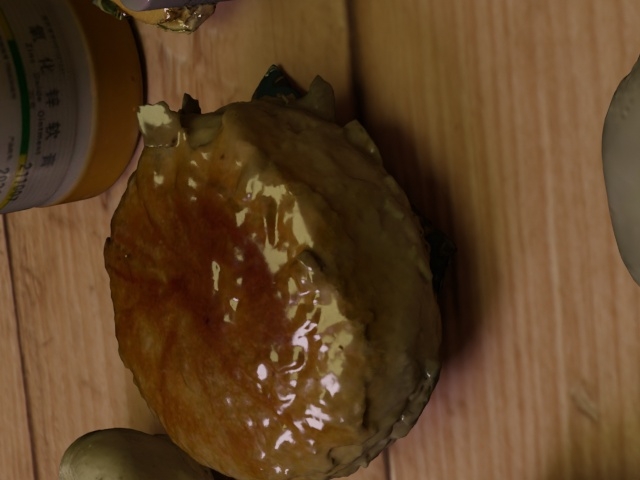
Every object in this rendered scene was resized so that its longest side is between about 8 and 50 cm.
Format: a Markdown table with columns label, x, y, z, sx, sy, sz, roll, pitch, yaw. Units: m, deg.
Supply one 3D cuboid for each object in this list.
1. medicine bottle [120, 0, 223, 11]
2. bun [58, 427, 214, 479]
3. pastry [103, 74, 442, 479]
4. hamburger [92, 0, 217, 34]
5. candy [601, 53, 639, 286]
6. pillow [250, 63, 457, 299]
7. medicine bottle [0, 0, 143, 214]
| label | x | y | z | sx | sy | sz | roll | pitch | yaw |
| --- | --- | --- | --- | --- | --- | --- | --- | --- | --- |
| medicine bottle | -0.122 | -0.213 | 1.359 | 0.057 | 0.199 | 0.058 | 17 | 113 | 45 |
| bun | -0.150 | 0.264 | 1.568 | 0.231 | 0.133 | 0.231 | 55 | 158 | 34 |
| pastry | -0.041 | 0.047 | 1.342 | 0.329 | 0.136 | 0.330 | 14 | 110 | 44 |
| hamburger | -0.152 | -0.238 | 1.478 | 0.176 | 0.087 | 0.102 | 50 | 143 | 18 |
| candy | 0.301 | -0.039 | 0.967 | 0.295 | 0.185 | 0.296 | 23 | 125 | 37 |
| pillow | 0.002 | 0.000 | 1.412 | 0.255 | 0.034 | 0.189 | 46 | 128 | 31 |
| medicine bottle | -0.320 | -0.136 | 1.568 | 0.238 | 0.232 | 0.238 | 15 | 112 | 43 |
